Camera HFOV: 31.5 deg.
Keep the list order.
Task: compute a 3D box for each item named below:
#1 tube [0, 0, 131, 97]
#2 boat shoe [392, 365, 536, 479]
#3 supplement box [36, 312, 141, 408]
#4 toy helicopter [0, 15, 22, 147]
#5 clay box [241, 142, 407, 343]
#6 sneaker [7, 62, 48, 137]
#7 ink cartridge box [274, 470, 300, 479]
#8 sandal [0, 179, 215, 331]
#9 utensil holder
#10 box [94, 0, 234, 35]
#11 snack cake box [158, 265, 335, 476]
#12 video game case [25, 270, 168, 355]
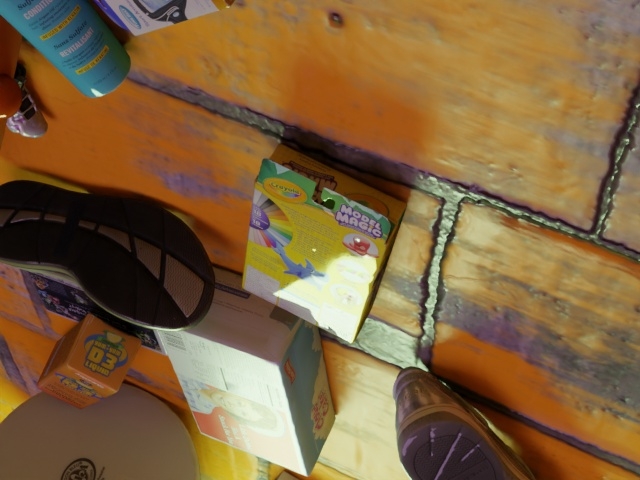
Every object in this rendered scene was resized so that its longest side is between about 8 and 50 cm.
[{"bbox_3d":[-0.227,-0.196,0.900,0.052,0.080,0.207,42,174,40],"label":"tube"},{"bbox_3d":[0.170,0.261,1.230,0.118,0.103,0.320,-31,127,12],"label":"boat shoe"},{"bbox_3d":[-0.304,0.161,1.471,0.078,0.080,0.233,29,155,-13],"label":"supplement box"},{"bbox_3d":[-0.336,-0.193,0.967,0.235,0.140,0.355,40,136,-4],"label":"toy helicopter"},{"bbox_3d":[0.000,0.000,1.028,0.127,0.053,0.222,26,148,7],"label":"clay box"},{"bbox_3d":[-0.291,-0.141,1.085,0.098,0.038,0.069,44,148,-22],"label":"sneaker"},{"bbox_3d":[-0.020,0.395,1.620,0.135,0.056,0.099,31,149,-2],"label":"ink cartridge box"},{"bbox_3d":[-0.232,0.010,1.206,0.302,0.120,0.086,20,167,27],"label":"sandal"},{"bbox_3d":[-0.332,0.424,1.675,0.327,0.328,0.385,24,147,11],"label":"utensil holder"},{"bbox_3d":[-0.131,-0.204,0.869,0.136,0.028,0.081,-2,137,46],"label":"box"},{"bbox_3d":[-0.076,0.149,1.278,0.152,0.089,0.264,17,147,18],"label":"snack cake box"},{"bbox_3d":[-0.280,0.060,1.388,0.190,0.022,0.173,17,147,19],"label":"video game case"}]
